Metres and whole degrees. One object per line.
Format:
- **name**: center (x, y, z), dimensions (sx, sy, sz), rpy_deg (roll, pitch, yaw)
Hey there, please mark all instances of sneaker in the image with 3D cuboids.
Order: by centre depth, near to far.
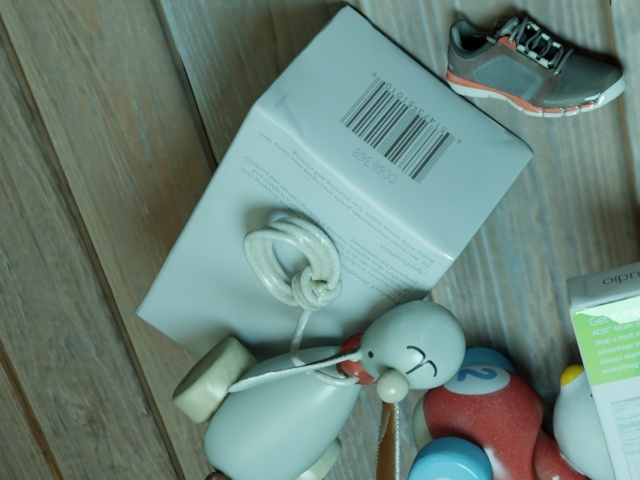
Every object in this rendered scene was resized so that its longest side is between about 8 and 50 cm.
- **sneaker**: center (0.162, -0.140, 1.341), dimensions (0.158, 0.061, 0.065), rpy_deg (11, 129, 32)

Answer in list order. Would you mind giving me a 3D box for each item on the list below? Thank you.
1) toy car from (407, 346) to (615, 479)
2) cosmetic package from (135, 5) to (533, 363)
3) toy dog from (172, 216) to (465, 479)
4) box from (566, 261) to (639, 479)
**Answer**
- **toy car**: center (0.226, 0.162, 1.534), dimensions (0.210, 0.219, 0.238), rpy_deg (46, 115, -7)
- **cosmetic package**: center (0.000, 0.000, 1.553), dimensions (0.217, 0.156, 0.385), rpy_deg (39, 145, 1)
- **toy dog**: center (-0.024, 0.154, 1.471), dimensions (0.220, 0.161, 0.333), rpy_deg (30, 144, 4)
- **box**: center (0.342, 0.147, 1.361), dimensions (0.232, 0.058, 0.322), rpy_deg (-14, 117, 9)
